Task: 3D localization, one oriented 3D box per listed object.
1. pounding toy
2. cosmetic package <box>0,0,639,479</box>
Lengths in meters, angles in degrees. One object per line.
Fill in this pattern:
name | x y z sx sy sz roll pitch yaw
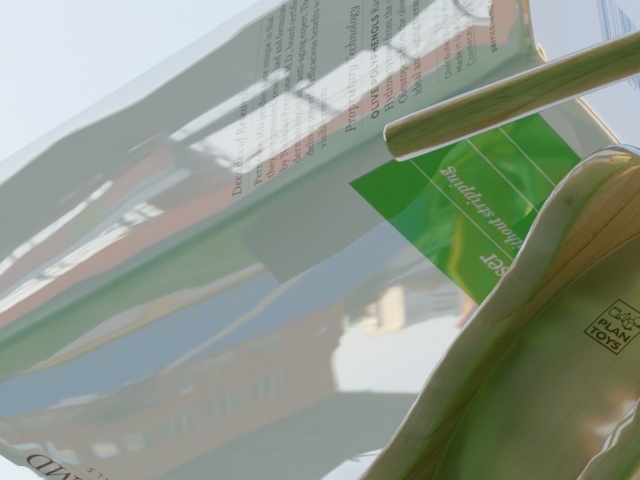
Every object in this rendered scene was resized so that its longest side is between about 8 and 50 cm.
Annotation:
pounding toy | 0.099 0.037 0.536 0.155 0.154 0.269 36 -88 44
cosmetic package | 0.000 0.000 0.809 0.365 0.197 0.155 -30 -141 29
